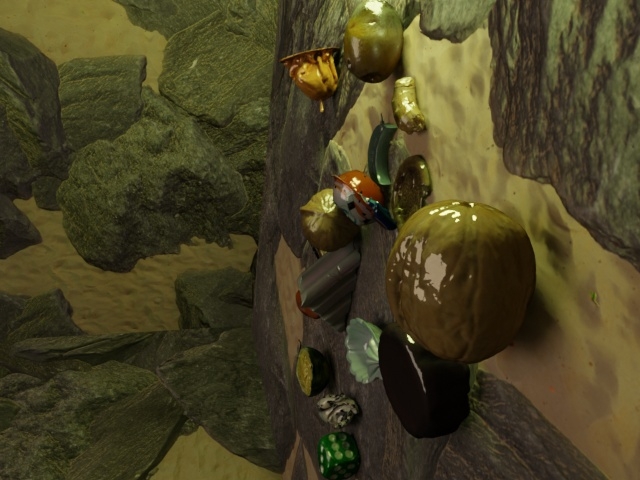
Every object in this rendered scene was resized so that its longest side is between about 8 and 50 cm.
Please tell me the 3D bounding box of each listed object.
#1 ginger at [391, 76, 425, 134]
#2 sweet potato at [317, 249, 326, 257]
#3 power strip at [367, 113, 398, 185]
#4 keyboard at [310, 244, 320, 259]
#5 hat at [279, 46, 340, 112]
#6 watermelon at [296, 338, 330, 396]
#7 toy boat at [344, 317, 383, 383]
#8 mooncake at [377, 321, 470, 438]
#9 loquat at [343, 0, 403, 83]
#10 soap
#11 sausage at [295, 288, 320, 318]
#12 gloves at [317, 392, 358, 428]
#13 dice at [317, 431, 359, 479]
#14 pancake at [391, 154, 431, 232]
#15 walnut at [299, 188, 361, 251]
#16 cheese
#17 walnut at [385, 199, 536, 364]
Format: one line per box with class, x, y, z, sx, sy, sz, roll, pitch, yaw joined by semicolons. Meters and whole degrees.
ginger;0.232;-0.361;1.303;0.095;0.068;0.190;-39;49;41
sweet potato;0.000;0.000;2.100;0.273;0.075;0.075;-113;28;-43
power strip;0.189;-0.280;1.492;0.137;0.044;0.216;-135;47;-68
keyboard;-0.026;0.041;2.113;0.074;0.015;0.196;62;178;26
hat;-0.024;-0.633;1.960;0.233;0.244;0.233;-129;27;-76
watermelon;-0.027;0.559;2.090;0.232;0.127;0.204;-148;59;-68
toy boat;0.161;0.345;1.503;0.290;0.100;0.200;-174;83;-74
mooncake;0.246;0.319;1.151;0.283;0.141;0.283;170;90;-77
loquat;0.150;-0.572;1.393;0.179;0.179;0.228;180;92;-73
soap;0.087;0.167;1.854;0.302;0.258;0.159;-39;33;9
sausage;-0.033;0.272;2.113;0.258;0.133;0.133;-174;84;-69
gloves;0.077;0.632;1.807;0.212;0.111;0.128;-15;69;44
dice;0.065;0.794;1.789;0.128;0.130;0.120;-111;29;-53
pancake;0.244;-0.119;1.337;0.212;0.029;0.235;-142;55;-71
walnut;0.032;-0.071;1.700;0.261;0.224;0.225;56;-151;-78
cheese;0.132;-0.119;1.474;0.129;0.217;0.329;-48;28;2
walnut;0.259;0.080;0.909;0.277;0.251;0.313;32;126;57
